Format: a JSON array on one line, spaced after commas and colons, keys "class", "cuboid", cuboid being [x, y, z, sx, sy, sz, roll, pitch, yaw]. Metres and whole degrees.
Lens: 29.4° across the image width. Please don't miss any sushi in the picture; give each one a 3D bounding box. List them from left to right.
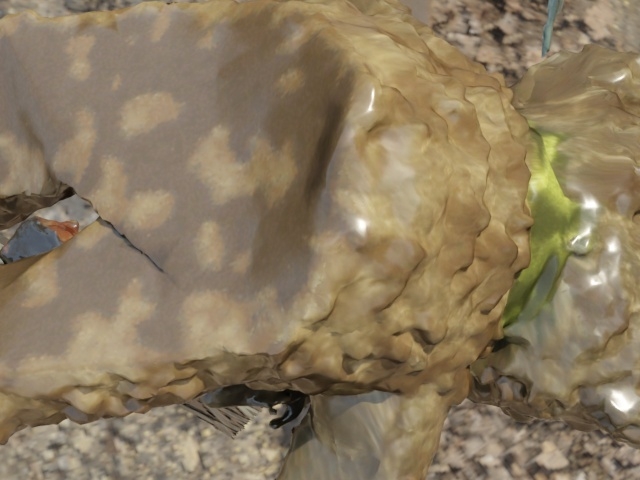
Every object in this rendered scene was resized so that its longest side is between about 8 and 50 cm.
[{"class": "sushi", "cuboid": [-0.125, 0.029, 0.747, 0.231, 0.219, 0.047, 31, 89, 3]}]

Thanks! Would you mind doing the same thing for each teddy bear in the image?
[{"class": "teddy bear", "cuboid": [-0.008, 0.003, 0.484, 0.296, 0.222, 0.246, -15, 62, 24]}]

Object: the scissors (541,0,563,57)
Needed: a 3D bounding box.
[{"class": "scissors", "cuboid": [0.292, -0.373, 1.387, 0.029, 0.383, 0.256, 12, 56, 10]}]
